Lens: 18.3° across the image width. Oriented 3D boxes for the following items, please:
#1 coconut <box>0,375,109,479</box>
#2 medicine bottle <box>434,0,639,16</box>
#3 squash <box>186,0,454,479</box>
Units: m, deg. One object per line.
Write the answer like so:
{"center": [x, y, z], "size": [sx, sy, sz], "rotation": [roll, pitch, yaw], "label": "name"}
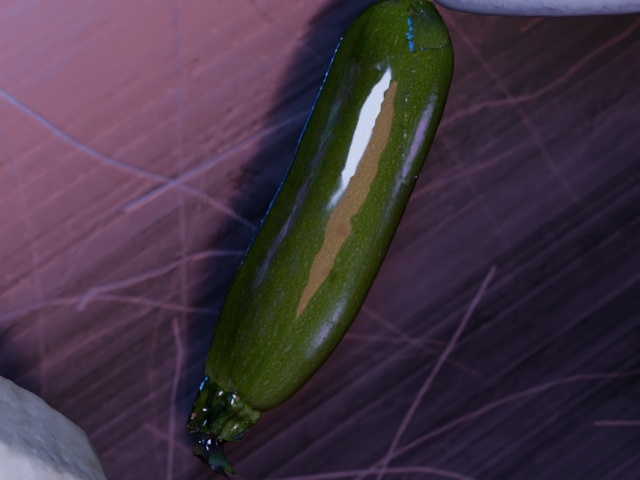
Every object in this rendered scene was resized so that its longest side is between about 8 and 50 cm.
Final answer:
{"center": [-0.253, 0.220, 1.071], "size": [0.323, 0.323, 0.323], "rotation": [-4, 102, -18], "label": "coconut"}
{"center": [0.155, -0.325, 1.157], "size": [0.211, 0.211, 0.371], "rotation": [-7, 104, -17], "label": "medicine bottle"}
{"center": [-0.001, -0.001, 1.241], "size": [0.087, 0.087, 0.331], "rotation": [24, 94, -22], "label": "squash"}
